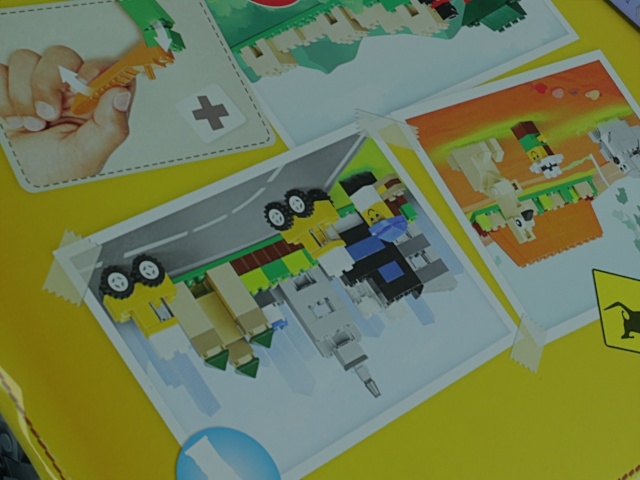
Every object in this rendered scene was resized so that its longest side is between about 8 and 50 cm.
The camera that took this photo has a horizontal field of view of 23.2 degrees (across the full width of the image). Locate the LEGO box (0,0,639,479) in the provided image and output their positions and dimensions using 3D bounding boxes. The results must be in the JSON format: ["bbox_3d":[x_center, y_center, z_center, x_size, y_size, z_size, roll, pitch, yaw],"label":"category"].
[{"bbox_3d":[0.000,0.000,0.743,0.500,0.193,0.372,-22,74,-40],"label":"LEGO box"}]

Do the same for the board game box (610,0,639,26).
[{"bbox_3d":[0.149,-0.178,0.809,0.154,0.026,0.103,42,47,-1],"label":"board game box"}]
